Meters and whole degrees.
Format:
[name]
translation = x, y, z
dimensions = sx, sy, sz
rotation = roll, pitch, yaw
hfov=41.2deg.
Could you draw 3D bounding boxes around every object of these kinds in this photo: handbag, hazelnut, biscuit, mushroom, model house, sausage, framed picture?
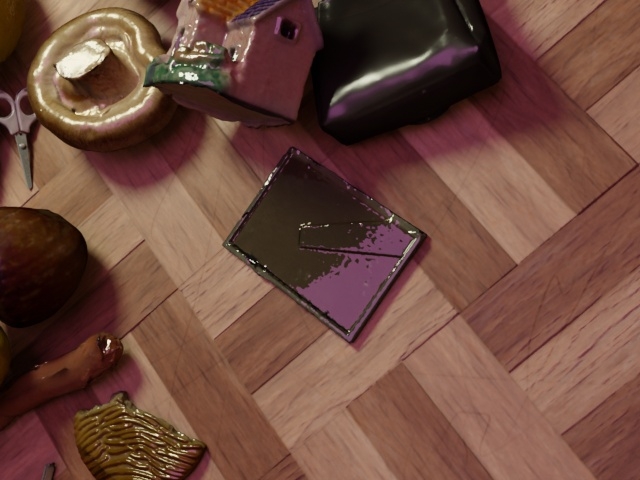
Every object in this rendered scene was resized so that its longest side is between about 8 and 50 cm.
[handbag]
translation = 0.116, -0.304, 1.317
dimensions = 0.285, 0.113, 0.257
rotation = -21, 67, 22
[hazelnut]
translation = -0.508, 0.027, 1.416
dimensions = 0.233, 0.218, 0.218
rotation = 23, 87, 22
[biscuit]
translation = -0.294, 0.324, 1.369
dimensions = 0.228, 0.031, 0.176
rotation = -15, 75, 17
[mushroom]
translation = -0.368, -0.277, 1.465
dimensions = 0.278, 0.146, 0.278
rotation = -4, 70, 11
[model house]
translation = -0.125, -0.314, 1.304
dimensions = 0.237, 0.202, 0.237
rotation = 15, 86, 66
[sausage]
translation = -0.453, 0.238, 1.421
dimensions = 0.304, 0.078, 0.078
rotation = -28, 71, 16
[framed picture]
translation = 0.000, 0.000, 1.341
dimensions = 0.281, 0.019, 0.209
rotation = 37, 92, 22

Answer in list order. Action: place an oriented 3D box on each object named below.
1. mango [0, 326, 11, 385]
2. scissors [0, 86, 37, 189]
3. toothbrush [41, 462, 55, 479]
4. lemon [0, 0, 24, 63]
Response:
[mango]
translation = -0.695, 0.258, 1.405
dimensions = 0.445, 0.220, 0.301
rotation = -29, 42, 21
[scissors]
translation = -0.548, -0.186, 1.559
dimensions = 0.100, 0.015, 0.189
rotation = -10, 89, -27
[toothbrush]
translation = -0.479, 0.511, 1.397
dimensions = 0.028, 0.026, 0.294
rotation = 11, 82, 36
[lemon]
translation = -0.657, -0.425, 1.550
dimensions = 0.236, 0.236, 0.263
rotation = 5, 83, 20
